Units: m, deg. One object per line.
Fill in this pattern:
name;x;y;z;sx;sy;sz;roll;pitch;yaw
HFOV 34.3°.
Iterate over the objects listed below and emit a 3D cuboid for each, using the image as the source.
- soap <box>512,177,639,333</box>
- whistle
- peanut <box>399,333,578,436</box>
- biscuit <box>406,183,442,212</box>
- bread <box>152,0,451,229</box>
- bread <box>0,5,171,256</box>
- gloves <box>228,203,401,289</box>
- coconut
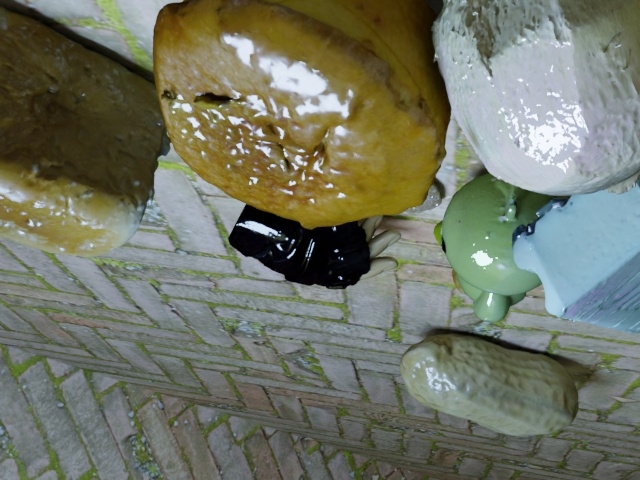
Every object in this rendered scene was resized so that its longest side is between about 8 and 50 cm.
soap;0.301;0.014;0.999;0.150;0.094;0.261;-38;152;23
whistle;0.184;0.016;1.157;0.141;0.141;0.294;13;158;-4
peanut;0.278;0.241;1.725;0.313;0.152;0.152;15;160;-17
biscuit;0.082;-0.058;1.193;0.120;0.015;0.120;11;162;4
bread;-0.009;-0.119;0.826;0.268;0.146;0.268;20;153;10
bread;-0.278;-0.091;1.035;0.246;0.196;0.176;25;153;-32
gloves;0.000;0.000;1.256;0.203;0.124;0.164;27;-178;-7
coconut;0.180;-0.118;0.729;0.194;0.194;0.194;10;161;4
